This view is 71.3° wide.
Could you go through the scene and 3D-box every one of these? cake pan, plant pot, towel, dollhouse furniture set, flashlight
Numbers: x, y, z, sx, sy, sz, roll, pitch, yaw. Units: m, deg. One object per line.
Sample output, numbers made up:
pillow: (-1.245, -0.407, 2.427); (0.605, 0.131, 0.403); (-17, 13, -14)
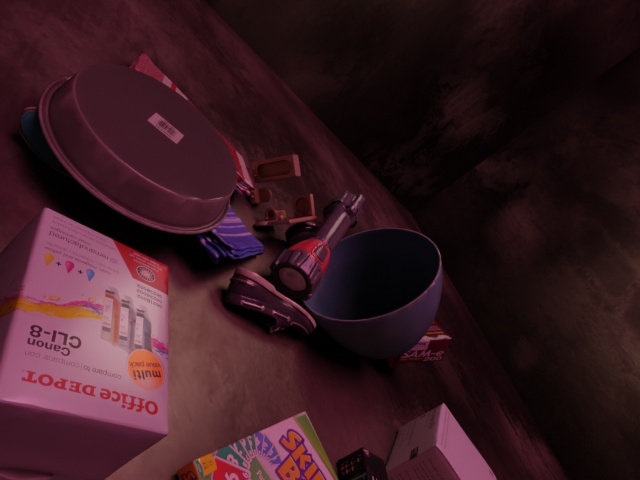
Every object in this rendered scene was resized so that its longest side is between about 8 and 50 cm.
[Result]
cake pan: (-0.238, -0.142, 0.646); (0.293, 0.054, 0.293); (38, 28, -25)
plant pot: (0.123, 0.135, 0.947); (0.290, 0.290, 0.195); (-96, 168, -59)
towel: (-0.225, -0.104, 0.797); (0.336, 0.040, 0.243); (54, 7, 3)
dollhouse furniture set: (-0.108, -0.111, 0.995); (0.123, 0.144, 0.151); (-17, 101, -62)
flashlight: (0.000, 0.000, 0.957); (0.103, 0.103, 0.304); (18, 38, 14)
towel: (-0.273, -0.248, 0.964); (0.329, 0.037, 0.237); (46, 8, -31)

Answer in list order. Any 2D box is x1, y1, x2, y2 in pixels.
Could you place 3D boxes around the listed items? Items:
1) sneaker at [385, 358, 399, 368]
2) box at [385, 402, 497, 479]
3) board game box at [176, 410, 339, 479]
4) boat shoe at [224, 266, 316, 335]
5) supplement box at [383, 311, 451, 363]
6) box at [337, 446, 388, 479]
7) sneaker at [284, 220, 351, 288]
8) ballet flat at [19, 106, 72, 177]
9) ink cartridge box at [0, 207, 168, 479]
sneaker: (0.184, 0.254, 1.177); (0.128, 0.087, 0.221); (37, 16, 21)
box: (0.227, 0.436, 0.822); (0.182, 0.119, 0.181); (55, 17, 9)
board game box: (-0.052, 0.294, 0.544); (0.124, 0.039, 0.259); (60, 16, 20)
boat shoe: (-0.086, 0.124, 0.772); (0.206, 0.075, 0.065); (45, 61, -38)
supplement box: (0.200, 0.197, 1.113); (0.130, 0.073, 0.239); (3, 26, -21)
box: (0.068, 0.367, 0.665); (0.062, 0.052, 0.083); (44, 19, -29)
sneaker: (0.022, 0.055, 1.078); (0.271, 0.100, 0.108); (43, 26, -26)
ballet flat: (-0.330, -0.108, 0.609); (0.168, 0.057, 0.052); (47, -10, -28)
ink cartridge box: (-0.213, 0.094, 0.365); (0.128, 0.127, 0.176); (37, 25, -42)
